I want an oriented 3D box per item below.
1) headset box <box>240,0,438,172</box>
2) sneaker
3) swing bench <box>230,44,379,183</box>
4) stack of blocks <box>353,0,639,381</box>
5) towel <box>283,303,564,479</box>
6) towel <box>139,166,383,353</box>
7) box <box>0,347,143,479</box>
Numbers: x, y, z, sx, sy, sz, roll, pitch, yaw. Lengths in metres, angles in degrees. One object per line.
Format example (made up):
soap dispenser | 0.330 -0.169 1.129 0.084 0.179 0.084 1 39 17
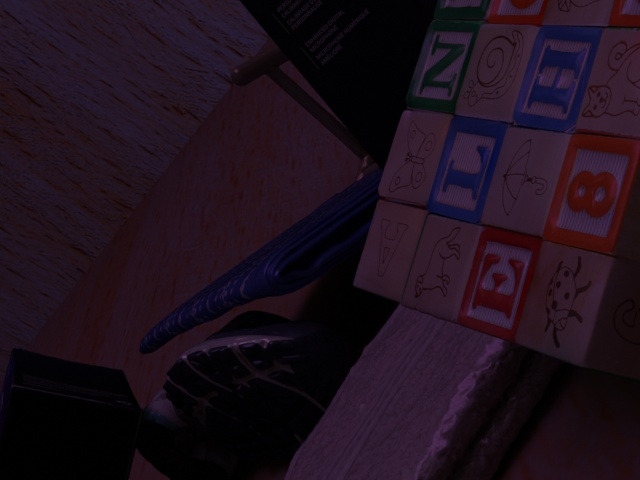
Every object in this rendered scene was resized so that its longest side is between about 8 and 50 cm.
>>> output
headset box | 0.074 -0.204 0.841 0.246 0.283 0.131 -40 -3 21
sneaker | -0.052 0.092 1.026 0.122 0.110 0.283 -57 12 -31
swing bench | 0.094 -0.207 1.196 0.254 0.165 0.253 -53 10 -23
stack of blocks | 0.130 -0.097 0.593 0.171 0.087 0.297 18 92 61
towel | 0.080 0.055 0.770 0.282 0.049 0.187 -55 11 -7
towel | 0.000 0.000 1.075 0.243 0.040 0.336 -35 3 -24
box | -0.218 0.229 1.072 0.184 0.103 0.261 -165 89 -80
